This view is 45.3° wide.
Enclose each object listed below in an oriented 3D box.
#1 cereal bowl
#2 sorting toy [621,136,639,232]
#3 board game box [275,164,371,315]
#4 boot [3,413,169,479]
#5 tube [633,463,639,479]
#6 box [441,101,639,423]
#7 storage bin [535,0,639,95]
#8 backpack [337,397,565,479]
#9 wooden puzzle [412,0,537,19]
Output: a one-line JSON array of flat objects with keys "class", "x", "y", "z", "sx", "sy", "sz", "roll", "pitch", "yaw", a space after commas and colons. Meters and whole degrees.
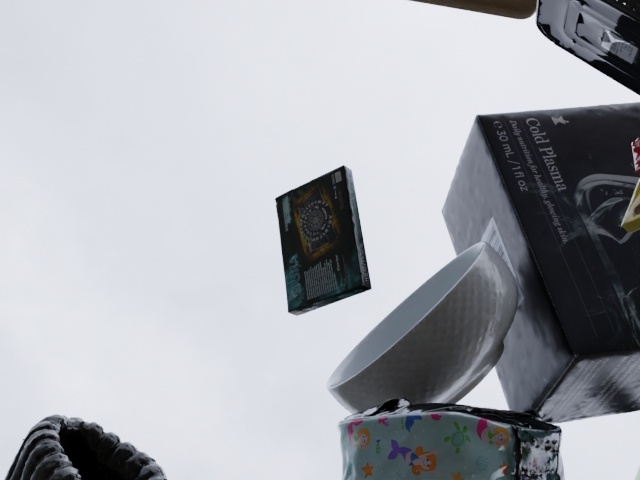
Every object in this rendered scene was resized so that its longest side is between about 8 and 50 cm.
[{"class": "cereal bowl", "x": 0.176, "y": 0.161, "z": 1.174, "sx": 0.141, "sy": 0.339, "sz": 0.339, "roll": 46, "pitch": -46, "yaw": 1}, {"class": "sorting toy", "x": 0.294, "y": -0.089, "z": 0.425, "sx": 0.046, "sy": 0.132, "sz": 0.274, "roll": 43, "pitch": -58, "yaw": -11}, {"class": "board game box", "x": 0.000, "y": 0.000, "z": 1.074, "sx": 0.126, "sy": 0.186, "sz": 0.026, "roll": -22, "pitch": -29, "yaw": 29}, {"class": "boot", "x": -0.153, "y": 0.321, "z": 0.544, "sx": 0.348, "sy": 0.131, "sz": 0.260, "roll": 37, "pitch": -90, "yaw": 19}, {"class": "tube", "x": 0.647, "y": 0.415, "z": 1.457, "sx": 0.062, "sy": 0.240, "sz": 0.070, "roll": 17, "pitch": -61, "yaw": 28}, {"class": "box", "x": 0.521, "y": 0.027, "z": 1.329, "sx": 0.472, "sy": 0.479, "sz": 0.297, "roll": -6, "pitch": -34, "yaw": -11}, {"class": "storage bin", "x": 0.287, "y": -0.196, "z": 0.667, "sx": 0.180, "sy": 0.084, "sz": 0.122, "roll": 37, "pitch": -2, "yaw": 18}, {"class": "backpack", "x": 0.144, "y": 0.280, "z": 0.913, "sx": 0.254, "sy": 0.191, "sz": 0.225, "roll": 24, "pitch": -29, "yaw": -36}, {"class": "wooden puzzle", "x": 0.198, "y": -0.526, "z": 1.117, "sx": 0.322, "sy": 0.080, "sz": 0.347, "roll": 12, "pitch": -63, "yaw": 5}]
